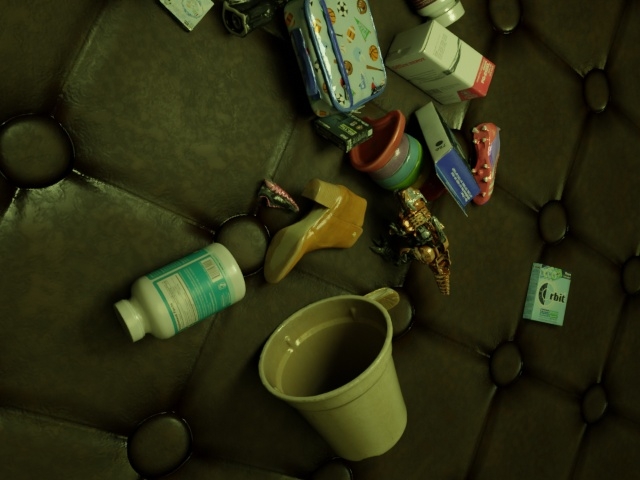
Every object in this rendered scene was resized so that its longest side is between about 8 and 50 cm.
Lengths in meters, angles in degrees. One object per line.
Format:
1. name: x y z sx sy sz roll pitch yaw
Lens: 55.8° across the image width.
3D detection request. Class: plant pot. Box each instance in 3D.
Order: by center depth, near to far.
1. plant pot: 0.061 0.357 1.480 0.334 0.334 0.305 -39 123 -22

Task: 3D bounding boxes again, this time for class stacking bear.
1. stacking bear: 0.228 -0.198 1.612 0.289 0.175 0.164 27 73 -37

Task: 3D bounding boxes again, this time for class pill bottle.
1. pill bottle: -0.309 0.119 1.322 0.264 0.146 0.146 -27 106 -25
2. pill bottle: 0.293 -0.688 1.631 0.121 0.121 0.221 -44 114 -20

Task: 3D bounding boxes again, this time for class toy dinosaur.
1. toy dinosaur: 0.259 0.009 1.601 0.164 0.218 0.322 -15 102 -29

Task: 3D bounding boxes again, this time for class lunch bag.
1. lunch bag: 0.040 -0.455 1.469 0.243 0.115 0.303 -35 114 -42

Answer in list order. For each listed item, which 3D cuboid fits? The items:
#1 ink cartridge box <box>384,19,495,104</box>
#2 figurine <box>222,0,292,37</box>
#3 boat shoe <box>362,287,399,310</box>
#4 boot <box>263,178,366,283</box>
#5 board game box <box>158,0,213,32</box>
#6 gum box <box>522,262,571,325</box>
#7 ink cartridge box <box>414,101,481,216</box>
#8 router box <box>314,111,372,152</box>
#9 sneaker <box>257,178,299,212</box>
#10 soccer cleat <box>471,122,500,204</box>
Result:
1. ink cartridge box: 0.319 -0.474 1.631 0.237 0.172 0.100 24 81 -29
2. figurine: -0.130 -0.603 1.381 0.209 0.092 0.215 -36 140 -31
3. boat shoe: 0.128 0.176 1.629 0.170 0.059 0.063 -22 112 -6
4. boot: 0.000 -0.001 1.524 0.211 0.104 0.295 24 97 -46
5. board game box: -0.301 -0.532 1.356 0.090 0.020 0.090 42 73 -25
6. gum box: 0.751 0.179 2.000 0.157 0.041 0.184 13 88 -30
7. ink cartridge box: 0.337 -0.221 1.586 0.065 0.332 0.165 -30 125 20
8. router box: 0.057 -0.281 1.522 0.092 0.122 0.038 -35 144 -24
9. sneaker: -0.106 -0.099 1.490 0.119 0.047 0.057 38 97 -26
10. soccer cleat: 0.501 -0.228 1.809 0.095 0.083 0.248 1 90 -35
